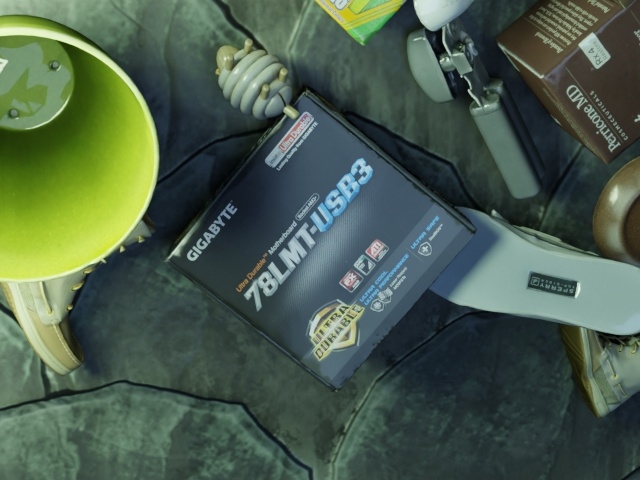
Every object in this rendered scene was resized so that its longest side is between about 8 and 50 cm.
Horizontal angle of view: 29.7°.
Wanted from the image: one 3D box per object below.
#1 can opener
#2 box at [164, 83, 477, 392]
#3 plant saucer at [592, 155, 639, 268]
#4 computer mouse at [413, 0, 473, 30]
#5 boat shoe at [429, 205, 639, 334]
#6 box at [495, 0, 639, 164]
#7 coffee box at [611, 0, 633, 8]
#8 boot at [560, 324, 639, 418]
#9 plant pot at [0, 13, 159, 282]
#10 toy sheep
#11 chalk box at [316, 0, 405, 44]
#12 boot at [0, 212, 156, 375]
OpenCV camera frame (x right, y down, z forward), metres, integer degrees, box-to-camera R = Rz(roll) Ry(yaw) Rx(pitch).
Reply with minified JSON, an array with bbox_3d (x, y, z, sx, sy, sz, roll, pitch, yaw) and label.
[{"bbox_3d":[0.207,-0.174,1.611,0.095,0.076,0.283,-14,124,28],"label":"can opener"},{"bbox_3d":[0.000,0.000,1.584,0.293,0.073,0.295,39,99,-12],"label":"box"},{"bbox_3d":[0.496,-0.034,1.763,0.198,0.036,0.199,-6,117,-13],"label":"plant saucer"},{"bbox_3d":[0.176,-0.324,1.474,0.193,0.042,0.106,-55,127,-35],"label":"computer mouse"},{"bbox_3d":[0.286,0.038,1.682,0.367,0.156,0.136,13,92,10],"label":"boat shoe"},{"bbox_3d":[0.372,-0.244,1.553,0.203,0.167,0.168,-41,118,6],"label":"box"},{"bbox_3d":[0.327,-0.382,1.429,0.141,0.246,0.098,-45,117,9],"label":"coffee box"},{"bbox_3d":[0.459,0.157,1.821,0.165,0.077,0.213,-25,124,-2],"label":"boot"},{"bbox_3d":[-0.333,-0.142,1.338,0.274,0.293,0.275,-6,117,-12],"label":"plant pot"},{"bbox_3d":[-0.078,-0.194,1.493,0.132,0.091,0.091,45,99,12],"label":"toy sheep"},{"bbox_3d":[0.065,-0.365,1.432,0.132,0.132,0.213,38,101,-27],"label":"chalk box"},{"bbox_3d":[-0.301,0.034,1.548,0.203,0.095,0.262,-22,114,-5],"label":"boot"}]
